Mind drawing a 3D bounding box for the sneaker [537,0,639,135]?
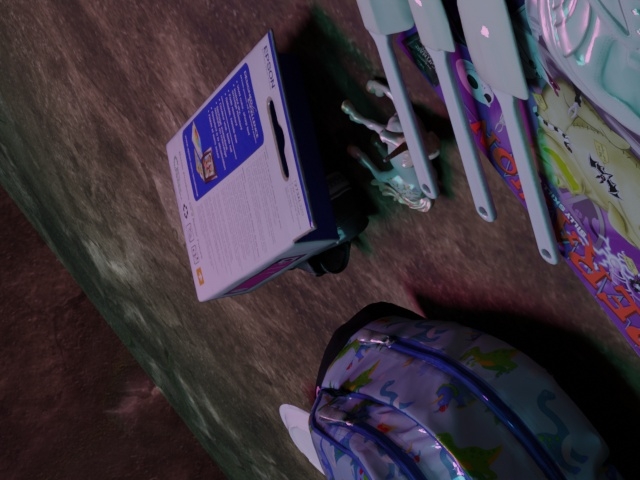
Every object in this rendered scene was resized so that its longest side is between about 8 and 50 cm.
[{"bbox_3d":[0.152,-0.133,0.690,0.232,0.090,0.115,61,179,-28],"label":"sneaker"}]

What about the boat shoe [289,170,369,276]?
[{"bbox_3d":[0.000,0.000,1.462,0.076,0.080,0.228,53,156,6],"label":"boat shoe"}]

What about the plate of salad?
[{"bbox_3d":[0.023,0.293,2.034,0.200,0.048,0.200,37,159,16],"label":"plate of salad"}]

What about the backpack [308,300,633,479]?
[{"bbox_3d":[0.130,0.206,1.269,0.355,0.273,0.290,-10,110,59],"label":"backpack"}]

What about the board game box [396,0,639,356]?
[{"bbox_3d":[0.191,-0.035,0.908,0.347,0.056,0.208,52,168,3],"label":"board game box"}]

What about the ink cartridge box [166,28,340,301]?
[{"bbox_3d":[-0.061,-0.059,1.365,0.371,0.069,0.176,147,112,-69],"label":"ink cartridge box"}]

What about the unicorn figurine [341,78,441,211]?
[{"bbox_3d":[0.063,-0.076,1.170,0.111,0.060,0.162,41,176,34],"label":"unicorn figurine"}]

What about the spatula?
[{"bbox_3d":[0.088,-0.095,0.963,0.168,0.019,0.242,30,154,42],"label":"spatula"}]
